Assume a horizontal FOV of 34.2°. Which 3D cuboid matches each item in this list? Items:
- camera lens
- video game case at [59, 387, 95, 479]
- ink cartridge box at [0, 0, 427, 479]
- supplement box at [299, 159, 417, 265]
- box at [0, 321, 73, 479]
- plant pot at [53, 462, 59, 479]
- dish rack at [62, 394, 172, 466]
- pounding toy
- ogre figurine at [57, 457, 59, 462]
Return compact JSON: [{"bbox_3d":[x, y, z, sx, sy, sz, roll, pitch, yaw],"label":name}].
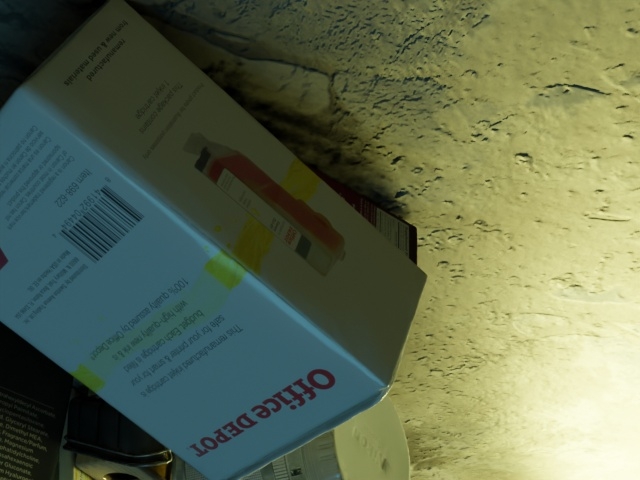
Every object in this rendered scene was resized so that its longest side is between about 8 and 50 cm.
[{"bbox_3d":[-0.045,0.305,1.406,0.274,0.219,0.219,-19,139,29],"label":"camera lens"},{"bbox_3d":[-0.314,0.354,1.492,0.026,0.227,0.206,-18,141,10],"label":"video game case"},{"bbox_3d":[-0.138,0.019,0.951,0.385,0.160,0.279,42,133,-14],"label":"ink cartridge box"},{"bbox_3d":[0.000,0.000,1.083,0.188,0.080,0.104,28,138,-30],"label":"supplement box"},{"bbox_3d":[-0.483,0.276,1.244,0.294,0.395,0.212,-27,136,37],"label":"box"},{"bbox_3d":[-0.476,0.438,1.643,0.274,0.256,0.256,18,146,8],"label":"plant pot"},{"bbox_3d":[-0.160,0.210,1.288,0.272,0.074,0.208,-5,-178,-39],"label":"dish rack"},{"bbox_3d":[-0.247,0.320,1.475,0.094,0.181,0.206,-12,142,20],"label":"pounding toy"},{"bbox_3d":[-0.433,0.289,1.479,0.118,0.096,0.197,-13,178,-6],"label":"ogre figurine"}]
